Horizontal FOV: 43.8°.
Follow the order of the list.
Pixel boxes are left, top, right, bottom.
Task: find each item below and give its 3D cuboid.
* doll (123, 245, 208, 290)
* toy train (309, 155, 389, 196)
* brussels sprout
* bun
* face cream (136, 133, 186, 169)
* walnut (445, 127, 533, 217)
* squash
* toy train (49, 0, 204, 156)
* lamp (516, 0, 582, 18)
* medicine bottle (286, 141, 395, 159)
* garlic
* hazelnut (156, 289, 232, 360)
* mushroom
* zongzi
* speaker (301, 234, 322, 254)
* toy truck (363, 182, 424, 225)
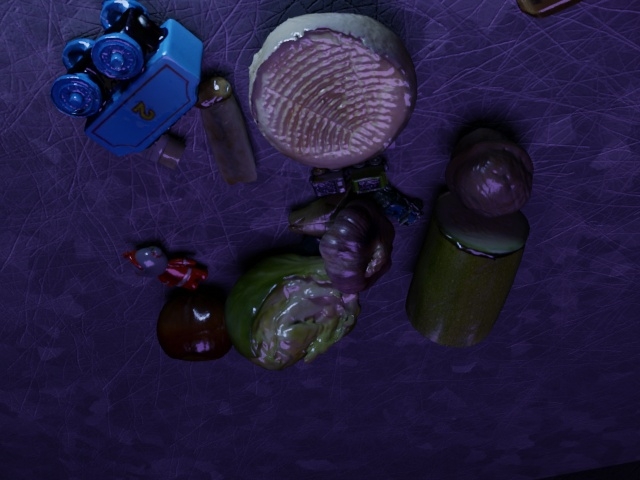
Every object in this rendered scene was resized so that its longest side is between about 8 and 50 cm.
[{"bbox_3d":[-0.440,0.076,2.236,0.245,0.076,0.142,24,131,-28],"label":"doll"},{"bbox_3d":[0.070,-0.155,1.978,0.202,0.081,0.060,-9,137,11],"label":"toy train"},{"bbox_3d":[-0.083,0.180,2.190,0.371,0.315,0.276,-29,109,-1],"label":"brussels sprout"},{"bbox_3d":[0.026,-0.337,1.697,0.364,0.202,0.364,2,135,2],"label":"bun"},{"bbox_3d":[-0.438,-0.246,1.906,0.224,0.070,0.114,26,132,-13],"label":"face cream"},{"bbox_3d":[0.396,-0.158,1.880,0.224,0.224,0.224,0,137,0],"label":"walnut"},{"bbox_3d":[0.383,0.072,2.093,0.263,0.263,0.384,4,137,-4],"label":"squash"},{"bbox_3d":[-0.410,-0.341,1.705,0.300,0.188,0.265,-35,129,28],"label":"toy train"},{"bbox_3d":[0.457,-0.524,1.530,0.185,0.161,0.161,-20,133,21],"label":"lamp"},{"bbox_3d":[0.045,-0.241,1.876,0.260,0.095,0.095,-2,137,4],"label":"medicine bottle"},{"bbox_3d":[0.108,0.021,2.006,0.160,0.245,0.245,11,147,36],"label":"garlic"},{"bbox_3d":[-0.366,0.250,2.334,0.229,0.229,0.229,0,137,0],"label":"hazelnut"},{"bbox_3d":[-0.223,-0.255,1.878,0.100,0.081,0.312,-4,141,9],"label":"mushroom"},{"bbox_3d":[-0.002,-0.087,2.061,0.160,0.078,0.176,4,127,-4],"label":"zongzi"},{"bbox_3d":[0.002,0.004,2.164,0.094,0.060,0.075,21,134,-21],"label":"speaker"},{"bbox_3d":[0.189,-0.084,2.056,0.154,0.078,0.080,29,129,-26],"label":"toy truck"}]
